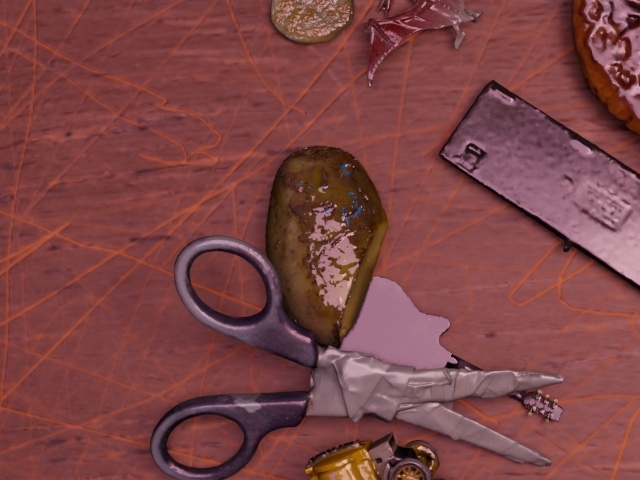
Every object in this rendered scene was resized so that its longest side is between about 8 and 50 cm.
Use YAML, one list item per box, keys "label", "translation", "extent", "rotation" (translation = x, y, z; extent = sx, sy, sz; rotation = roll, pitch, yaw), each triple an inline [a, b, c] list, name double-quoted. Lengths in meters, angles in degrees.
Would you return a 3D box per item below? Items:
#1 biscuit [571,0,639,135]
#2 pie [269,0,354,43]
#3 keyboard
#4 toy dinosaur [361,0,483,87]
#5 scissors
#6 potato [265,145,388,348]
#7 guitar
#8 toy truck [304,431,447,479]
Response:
- label: "biscuit"
  translation: [0.405, -0.225, 1.437]
  extent: [0.334, 0.081, 0.289]
  rotation: [-6, 86, 7]
- label: "pie"
  translation: [-0.007, -0.231, 1.495]
  extent: [0.085, 0.017, 0.085]
  rotation: [0, 83, 3]
- label: "keyboard"
  translation: [0.267, -0.028, 1.453]
  extent: [0.317, 0.027, 0.106]
  rotation: [35, 84, 6]
- label: "toy dinosaur"
  translation: [0.105, -0.239, 1.482]
  extent: [0.108, 0.032, 0.220]
  rotation: [30, 77, 10]
- label: "scissors"
  translation: [0.038, 0.142, 1.419]
  extent: [0.383, 0.029, 0.256]
  rotation: [11, 111, -3]
- label: "potato"
  translation: [0.000, 0.000, 1.441]
  extent: [0.119, 0.054, 0.198]
  rotation: [5, 79, 12]
- label: "guitar"
  translation: [0.123, 0.115, 1.448]
  extent: [0.233, 0.025, 0.088]
  rotation: [26, 85, 6]
- label: "toy truck"
  translation: [0.080, 0.281, 1.386]
  extent: [0.114, 0.098, 0.227]
  rotation: [-27, 89, 10]
